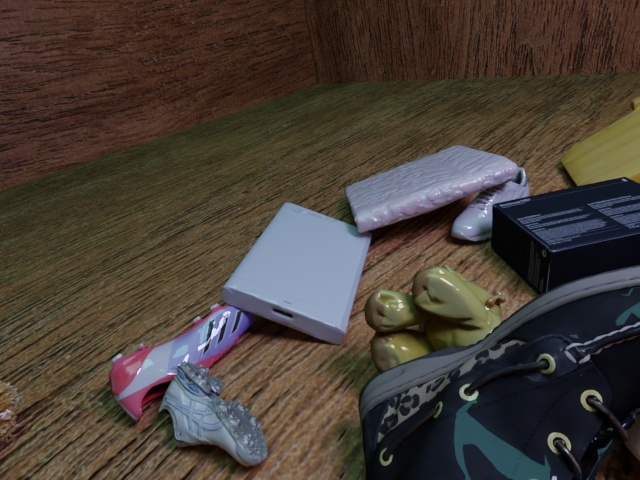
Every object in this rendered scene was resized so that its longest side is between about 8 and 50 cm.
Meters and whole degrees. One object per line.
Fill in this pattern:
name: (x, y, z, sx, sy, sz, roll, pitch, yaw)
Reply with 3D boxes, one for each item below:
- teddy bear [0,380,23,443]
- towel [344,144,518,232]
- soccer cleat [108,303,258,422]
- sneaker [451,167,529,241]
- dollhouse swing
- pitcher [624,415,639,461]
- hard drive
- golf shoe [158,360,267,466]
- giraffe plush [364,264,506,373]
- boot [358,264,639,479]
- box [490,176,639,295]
teddy bear: (-0.492, 0.293, 0.467, 0.245, 0.113, 0.338, -6, 28, 13)
towel: (0.223, -0.127, 0.957, 0.332, 0.053, 0.317, -21, 17, 5)
soccer cleat: (-0.190, 0.174, 0.639, 0.248, 0.083, 0.095, -23, 63, -35)
sneaker: (0.357, -0.076, 0.880, 0.235, 0.095, 0.090, -30, 35, -29)
dollhouse swing: (0.801, -0.163, 0.930, 0.315, 0.305, 0.347, 35, 33, -5)
pitcher: (0.384, 0.125, 0.419, 0.125, 0.177, 0.207, 34, 42, 14)
hard drive: (-0.024, 0.041, 0.772, 0.203, 0.040, 0.307, 20, 34, 3)
golf shoe: (-0.140, 0.235, 0.526, 0.176, 0.069, 0.086, 29, 80, 38)
giraffe plush: (0.181, 0.107, 0.556, 0.210, 0.181, 0.170, -10, 5, 22)
boot: (0.173, 0.189, 0.304, 0.377, 0.138, 0.284, -30, 22, 28)
box: (0.463, -0.013, 0.719, 0.261, 0.103, 0.184, -11, 31, -1)
